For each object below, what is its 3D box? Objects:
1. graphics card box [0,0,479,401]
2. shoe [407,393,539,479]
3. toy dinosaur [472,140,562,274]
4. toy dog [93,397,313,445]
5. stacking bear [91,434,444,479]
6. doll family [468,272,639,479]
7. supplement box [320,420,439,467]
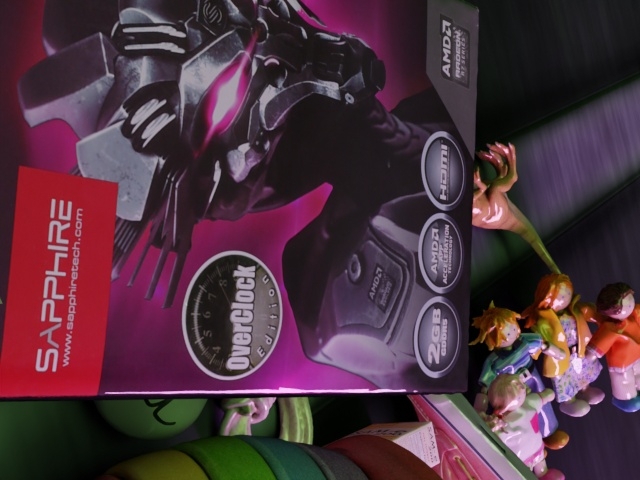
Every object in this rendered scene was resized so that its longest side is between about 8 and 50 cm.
[{"bbox_3d":[-0.068,-0.043,0.421,0.371,0.094,0.233,10,80,-46],"label":"graphics card box"},{"bbox_3d":[0.108,0.182,0.785,0.178,0.081,0.063,47,10,4],"label":"shoe"},{"bbox_3d":[0.178,-0.036,0.929,0.211,0.064,0.112,20,80,-35],"label":"toy dinosaur"},{"bbox_3d":[0.000,0.000,0.624,0.220,0.161,0.334,40,54,-36],"label":"toy dog"},{"bbox_3d":[-0.081,0.189,0.490,0.289,0.175,0.164,6,36,-34],"label":"stacking bear"},{"bbox_3d":[0.220,0.128,0.912,0.263,0.118,0.163,-32,113,-29],"label":"doll family"},{"bbox_3d":[0.039,0.171,0.709,0.098,0.062,0.036,-9,88,-50],"label":"supplement box"}]
